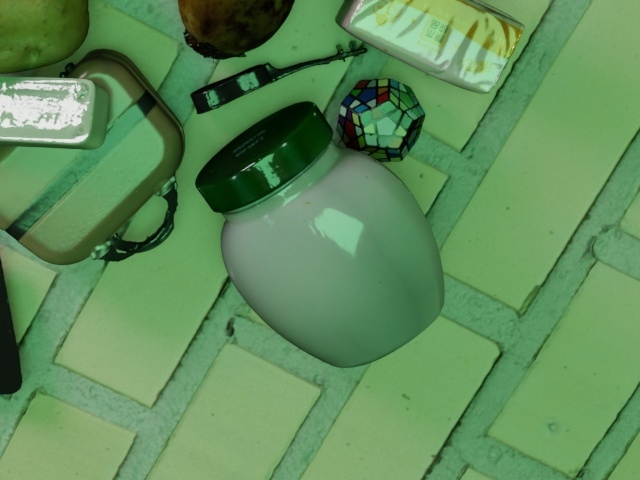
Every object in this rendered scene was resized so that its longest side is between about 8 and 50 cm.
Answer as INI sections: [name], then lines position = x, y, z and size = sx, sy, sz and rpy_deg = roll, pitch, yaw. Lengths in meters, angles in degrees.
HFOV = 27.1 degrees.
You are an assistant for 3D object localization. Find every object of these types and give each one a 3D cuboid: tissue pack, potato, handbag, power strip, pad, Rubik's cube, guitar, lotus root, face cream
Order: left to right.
[power strip]
position = -0.478, -0.178, 1.827
size = 0.385, 0.062, 0.091
rpy_deg = 3, 84, 16
[potato]
position = -0.425, -0.348, 1.817
size = 0.242, 0.285, 0.242
rpy_deg = -6, 143, -5
[pad]
position = -0.461, 0.108, 2.012
size = 0.323, 0.055, 0.250
rpy_deg = -6, 105, -4
[handbag]
position = -0.325, -0.096, 1.926
size = 0.302, 0.149, 0.283
rpy_deg = -43, 106, 5
[lotus root]
position = -0.104, -0.370, 1.837
size = 0.169, 0.141, 0.314
rpy_deg = -14, 141, -44
[guitar]
position = -0.060, -0.248, 1.951
size = 0.271, 0.084, 0.038
rpy_deg = -21, 104, -6
[face cream]
position = 0.000, 0.000, 1.924
size = 0.312, 0.219, 0.357
rpy_deg = -23, 112, 32
[Rubik's cube]
position = 0.089, -0.176, 1.958
size = 0.133, 0.133, 0.112
rpy_deg = -27, 130, 2
[tissue pack]
position = 0.150, -0.309, 1.890
size = 0.225, 0.185, 0.124
rpy_deg = 23, 102, -10
